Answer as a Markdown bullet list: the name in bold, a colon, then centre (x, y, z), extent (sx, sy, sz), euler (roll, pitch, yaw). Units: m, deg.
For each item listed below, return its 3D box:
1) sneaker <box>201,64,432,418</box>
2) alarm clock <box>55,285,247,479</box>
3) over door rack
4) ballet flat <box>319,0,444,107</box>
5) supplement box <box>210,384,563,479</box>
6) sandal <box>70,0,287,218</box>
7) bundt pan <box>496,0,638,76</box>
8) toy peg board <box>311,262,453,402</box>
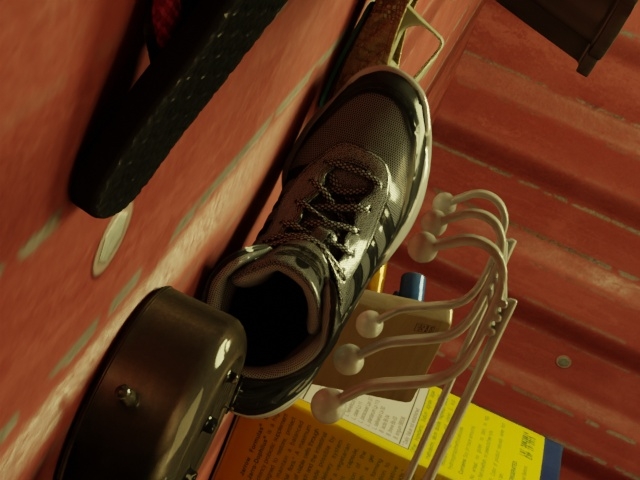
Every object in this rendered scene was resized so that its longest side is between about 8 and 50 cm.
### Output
- **sneaker**: centre (0.000, 0.000, 0.859), extent (0.268, 0.101, 0.153), euler (-63, 178, -2)
- **alarm clock**: centre (-0.080, 0.086, 0.702), extent (0.192, 0.064, 0.129), euler (-62, 175, -66)
- **over door rack**: centre (0.052, 0.132, 0.873), extent (0.239, 0.108, 0.324), euler (-45, 147, -77)
- **ballet flat**: centre (0.066, -0.172, 0.943), extent (0.073, 0.067, 0.206), euler (-50, 163, -69)
- **supplement box**: centre (0.073, 0.277, 1.483), extent (0.194, 0.356, 0.195), euler (-52, 166, -68)
- **sandal**: centre (-0.040, -0.088, 0.452), extent (0.179, 0.040, 0.067), euler (-52, 172, 10)
- **bundt pan**: centre (0.177, -0.266, 0.724), extent (0.331, 0.124, 0.331), euler (-61, 175, -10)
- **toy peg board**: centre (0.017, 0.054, 1.074), extent (0.161, 0.161, 0.079), euler (106, -6, -59)
